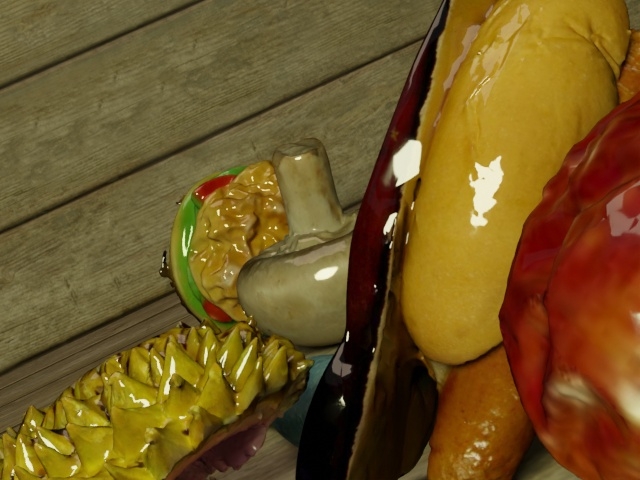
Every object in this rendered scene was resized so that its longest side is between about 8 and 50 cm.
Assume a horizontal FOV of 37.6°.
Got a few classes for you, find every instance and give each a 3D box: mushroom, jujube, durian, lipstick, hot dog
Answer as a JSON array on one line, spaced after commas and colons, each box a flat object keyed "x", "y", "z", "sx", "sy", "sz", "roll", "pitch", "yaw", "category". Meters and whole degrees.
[{"x": 0.000, "y": 0.000, "z": 0.995, "sx": 0.207, "sy": 0.215, "sz": 0.207, "roll": -17, "pitch": 10, "yaw": 3, "category": "mushroom"}, {"x": 0.186, "y": 0.003, "z": 0.366, "sx": 0.250, "sy": 0.174, "sz": 0.174, "roll": -26, "pitch": 6, "yaw": -22, "category": "jujube"}, {"x": -0.159, "y": 0.143, "z": 0.557, "sx": 0.341, "sy": 0.112, "sz": 0.191, "roll": -39, "pitch": -15, "yaw": 35, "category": "durian"}, {"x": -0.011, "y": 0.120, "z": 0.701, "sx": 0.068, "sy": 0.061, "sz": 0.274, "roll": -45, "pitch": 7, "yaw": -21, "category": "lipstick"}, {"x": 0.114, "y": -0.004, "z": 0.490, "sx": 0.107, "sy": 0.326, "sz": 0.194, "roll": 14, "pitch": 1, "yaw": 34, "category": "hot dog"}]

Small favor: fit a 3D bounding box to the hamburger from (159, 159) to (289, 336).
[{"x": -0.065, "y": 0.011, "z": 1.162, "sx": 0.237, "sy": 0.237, "sz": 0.149, "roll": -28, "pitch": 8, "yaw": -32, "category": "hamburger"}]
